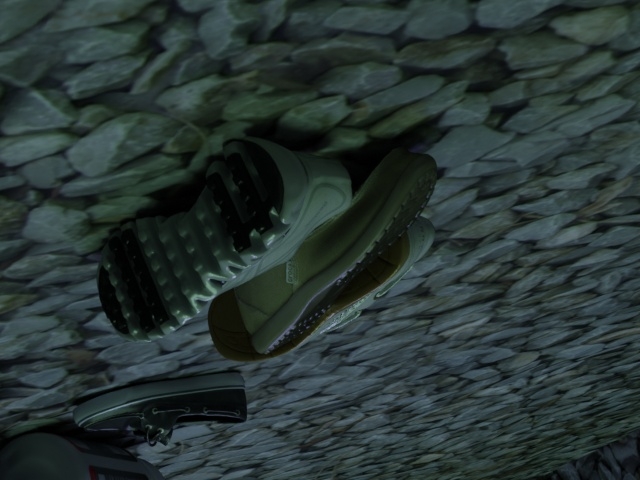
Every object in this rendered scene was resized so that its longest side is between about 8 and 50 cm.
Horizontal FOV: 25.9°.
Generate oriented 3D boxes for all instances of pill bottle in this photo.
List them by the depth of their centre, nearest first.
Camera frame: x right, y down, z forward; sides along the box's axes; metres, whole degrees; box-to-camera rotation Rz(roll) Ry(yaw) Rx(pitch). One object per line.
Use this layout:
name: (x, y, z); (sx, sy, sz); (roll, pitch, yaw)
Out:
pill bottle: (-0.332, 0.361, 1.945); (0.161, 0.161, 0.283); (-20, 161, 14)

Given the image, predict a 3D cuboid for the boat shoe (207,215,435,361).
boat shoe: (0.003, 0.049, 1.403); (0.277, 0.098, 0.096); (-27, 168, 36)

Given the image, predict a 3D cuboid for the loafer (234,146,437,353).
loafer: (0.000, 0.000, 1.269); (0.268, 0.092, 0.102); (-47, 171, 32)

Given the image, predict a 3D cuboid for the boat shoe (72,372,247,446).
boat shoe: (-0.200, 0.226, 1.792); (0.228, 0.076, 0.080); (-7, 160, -25)

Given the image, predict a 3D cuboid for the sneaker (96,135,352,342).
sneaker: (-0.088, 0.007, 1.213); (0.118, 0.110, 0.292); (-8, 163, -48)
